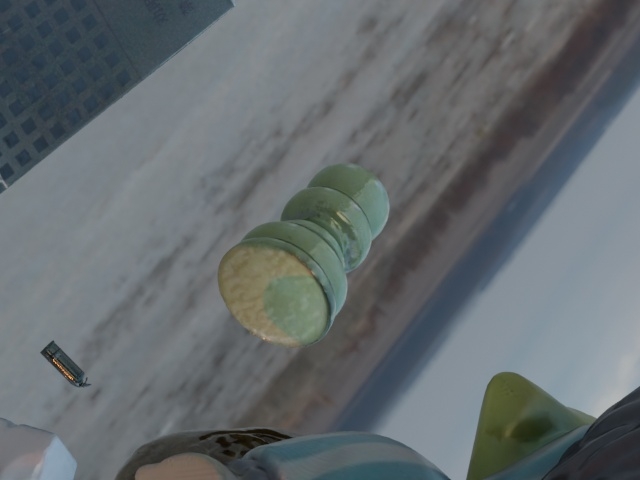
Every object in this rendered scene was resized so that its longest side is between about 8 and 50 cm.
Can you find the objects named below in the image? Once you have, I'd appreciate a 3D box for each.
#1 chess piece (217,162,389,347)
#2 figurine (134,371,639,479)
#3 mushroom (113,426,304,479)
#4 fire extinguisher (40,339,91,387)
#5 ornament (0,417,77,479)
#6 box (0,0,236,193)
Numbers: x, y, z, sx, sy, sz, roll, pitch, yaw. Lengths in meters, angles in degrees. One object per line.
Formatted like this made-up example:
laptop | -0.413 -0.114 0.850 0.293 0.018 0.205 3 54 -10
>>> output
chess piece | 0.000 0.000 1.706 0.251 0.144 0.144 -50 175 -49
figurine | 0.163 0.155 0.562 0.377 0.361 0.266 -24 -118 55
mushroom | -0.068 0.279 1.426 0.278 0.278 0.146 -47 156 -46
fire extinguisher | -0.352 0.178 1.999 0.025 0.083 0.038 -41 -172 23
ornament | -0.305 0.281 1.110 0.240 0.239 0.240 -60 145 -32
box | -0.238 -0.193 1.295 0.325 0.180 0.047 -42 -145 -20
